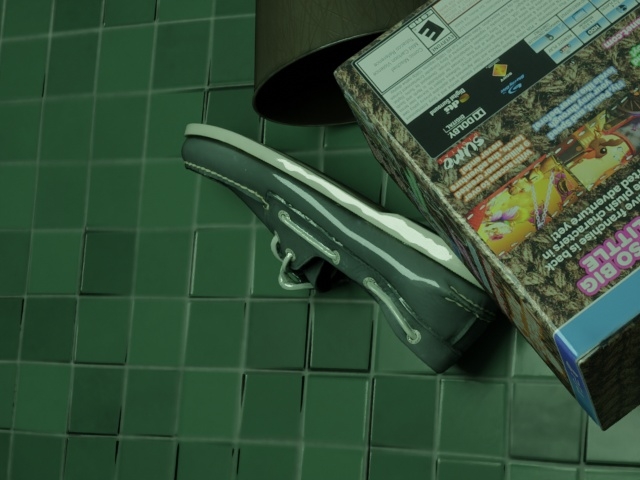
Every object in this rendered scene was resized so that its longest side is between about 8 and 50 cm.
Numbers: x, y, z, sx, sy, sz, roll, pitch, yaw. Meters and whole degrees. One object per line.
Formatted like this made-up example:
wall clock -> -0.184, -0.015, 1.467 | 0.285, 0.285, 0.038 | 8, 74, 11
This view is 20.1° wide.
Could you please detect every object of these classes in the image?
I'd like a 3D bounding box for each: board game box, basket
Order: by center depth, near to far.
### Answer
board game box -> 0.193, -0.061, 1.271 | 0.232, 0.141, 0.291 | -36, 62, -3
basket -> 0.024, -0.231, 1.449 | 0.204, 0.154, 0.227 | -20, 67, 30

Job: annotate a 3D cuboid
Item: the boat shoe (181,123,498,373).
boat shoe -> 0.000, 0.000, 1.439 | 0.319, 0.116, 0.099 | 28, 93, 27
